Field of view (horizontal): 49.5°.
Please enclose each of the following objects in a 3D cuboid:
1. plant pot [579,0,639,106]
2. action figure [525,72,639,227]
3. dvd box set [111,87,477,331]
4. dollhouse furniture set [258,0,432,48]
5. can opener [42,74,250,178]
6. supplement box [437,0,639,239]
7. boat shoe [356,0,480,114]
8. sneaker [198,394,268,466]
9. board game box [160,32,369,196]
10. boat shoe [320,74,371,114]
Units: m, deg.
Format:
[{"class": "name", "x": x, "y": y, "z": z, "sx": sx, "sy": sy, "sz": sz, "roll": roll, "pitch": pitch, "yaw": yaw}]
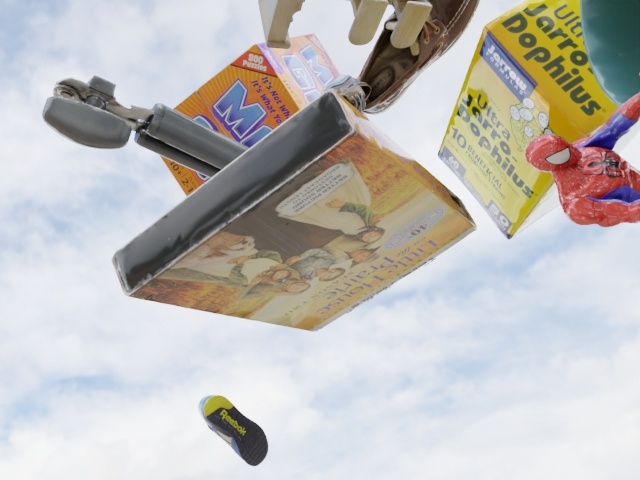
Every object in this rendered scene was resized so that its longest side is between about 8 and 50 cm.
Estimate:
[{"class": "plant pot", "x": 0.377, "y": -0.239, "z": 0.528, "sx": 0.235, "sy": 0.293, "sz": 0.293, "roll": 1, "pitch": -42, "yaw": -5}, {"class": "action figure", "x": 0.303, "y": -0.044, "z": 0.550, "sx": 0.280, "sy": 0.091, "sz": 0.139, "roll": 18, "pitch": -34, "yaw": -13}, {"class": "dvd box set", "x": 0.000, "y": 0.000, "z": 0.867, "sx": 0.307, "sy": 0.062, "sz": 0.420, "roll": -34, "pitch": -25, "yaw": 17}, {"class": "dollhouse furniture set", "x": 0.034, "y": -0.413, "z": 1.164, "sx": 0.242, "sy": 0.212, "sz": 0.161, "roll": -1, "pitch": -29, "yaw": -18}, {"class": "can opener", "x": -0.217, "y": -0.125, "z": 0.909, "sx": 0.283, "sy": 0.095, "sz": 0.076, "roll": 24, "pitch": -25, "yaw": -27}, {"class": "supplement box", "x": 0.329, "y": -0.181, "z": 1.011, "sx": 0.195, "sy": 0.194, "sz": 0.356, "roll": -33, "pitch": -17, "yaw": -12}, {"class": "boat shoe", "x": 0.172, "y": -0.374, "z": 1.273, "sx": 0.123, "sy": 0.123, "sz": 0.342, "roll": 43, "pitch": -72, "yaw": 3}, {"class": "sneaker", "x": -0.134, "y": 0.288, "z": 1.069, "sx": 0.059, "sy": 0.053, "sz": 0.144, "roll": -6, "pitch": -56, "yaw": 56}, {"class": "board game box", "x": -0.114, "y": -0.234, "z": 1.663, "sx": 0.356, "sy": 0.356, "sz": 0.356, "roll": -30, "pitch": -84, "yaw": 27}, {"class": "boat shoe", "x": 0.044, "y": -0.241, "z": 1.195, "sx": 0.066, "sy": 0.183, "sz": 0.066, "roll": 9, "pitch": -53, "yaw": 14}]
